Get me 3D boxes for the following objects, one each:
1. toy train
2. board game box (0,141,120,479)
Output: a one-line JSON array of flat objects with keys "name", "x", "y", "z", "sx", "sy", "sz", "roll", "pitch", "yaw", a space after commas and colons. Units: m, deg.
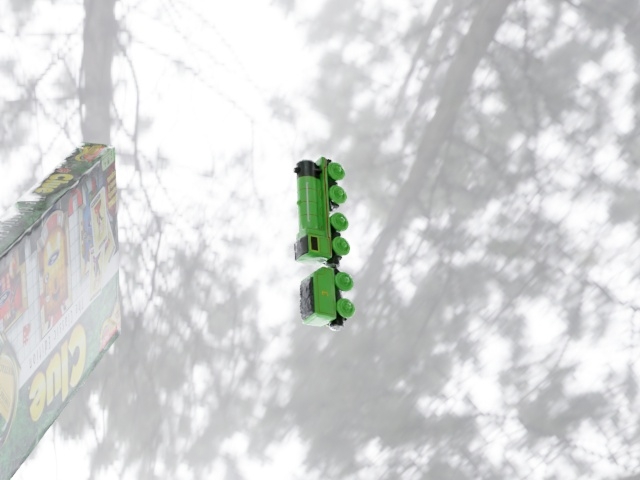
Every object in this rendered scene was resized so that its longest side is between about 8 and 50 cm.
[{"name": "toy train", "x": 0.000, "y": 0.000, "z": 0.689, "sx": 0.024, "sy": 0.017, "sz": 0.083, "roll": 12, "pitch": -120, "yaw": -29}, {"name": "board game box", "x": -0.167, "y": 0.043, "z": 0.925, "sx": 0.030, "sy": 0.259, "sz": 0.136, "roll": 7, "pitch": -69, "yaw": 8}]
